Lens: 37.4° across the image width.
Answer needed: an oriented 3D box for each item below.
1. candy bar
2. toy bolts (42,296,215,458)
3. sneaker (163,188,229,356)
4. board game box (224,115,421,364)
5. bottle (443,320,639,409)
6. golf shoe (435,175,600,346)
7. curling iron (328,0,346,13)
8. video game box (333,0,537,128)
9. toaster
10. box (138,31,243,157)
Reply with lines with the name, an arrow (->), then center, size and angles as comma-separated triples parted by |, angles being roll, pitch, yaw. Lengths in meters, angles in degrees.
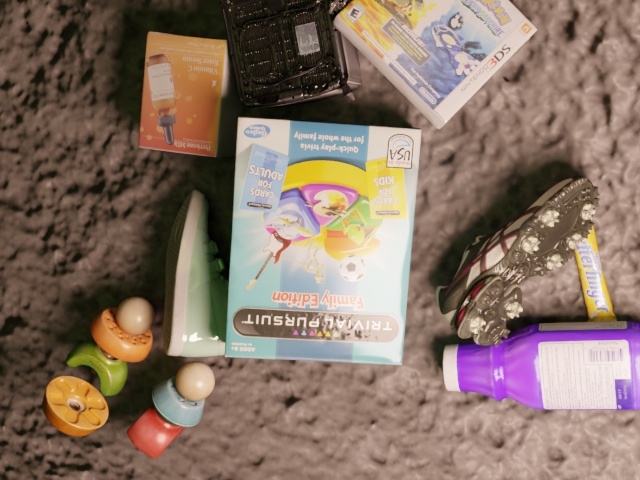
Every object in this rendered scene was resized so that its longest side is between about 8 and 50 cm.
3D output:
candy bar -> 0.372, 0.041, 1.303 | 0.040, 0.018, 0.161 | -12, 94, 18
toy bolts -> -0.278, 0.211, 1.429 | 0.228, 0.218, 0.158 | 38, 113, -2
sneaker -> -0.155, 0.054, 1.444 | 0.151, 0.094, 0.256 | 8, 76, -21
board game box -> 0.000, 0.000, 1.336 | 0.254, 0.079, 0.336 | 3, 98, -5
bottle -> 0.313, 0.173, 1.296 | 0.283, 0.092, 0.118 | -4, 104, 18
golf shoe -> 0.258, 0.010, 1.282 | 0.273, 0.105, 0.120 | -50, 38, 5
curling iron -> 0.086, -0.403, 1.262 | 0.035, 0.068, 0.274 | 42, 75, -12
video game box -> 0.154, -0.286, 1.265 | 0.205, 0.048, 0.187 | 44, 79, -2
toaster -> -0.036, -0.271, 1.341 | 0.168, 0.110, 0.185 | -10, 93, 18
box -> -0.188, -0.215, 1.404 | 0.130, 0.091, 0.170 | 8, 99, 16
